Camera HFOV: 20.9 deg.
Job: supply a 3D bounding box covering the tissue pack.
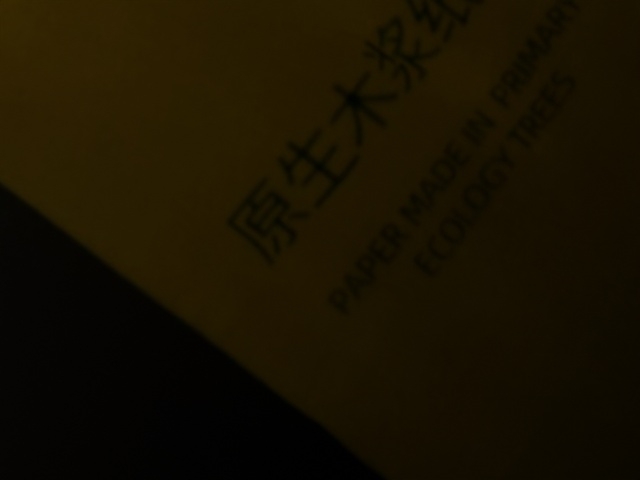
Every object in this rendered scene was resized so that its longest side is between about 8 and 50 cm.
[{"bbox_3d":[0.000,0.000,0.468,0.416,0.253,0.264,-54,-2,-15],"label":"tissue pack"}]
